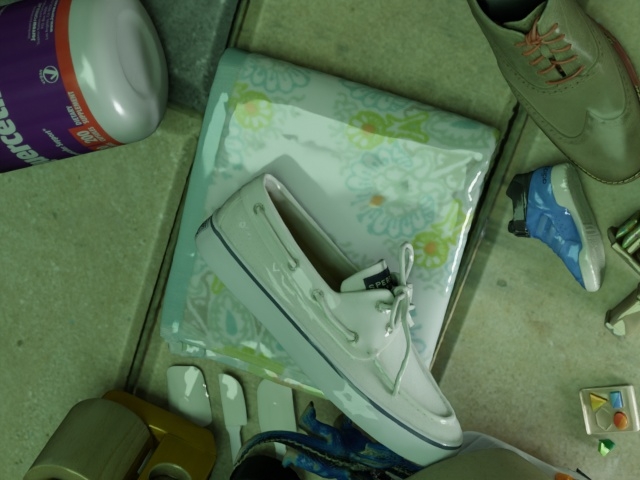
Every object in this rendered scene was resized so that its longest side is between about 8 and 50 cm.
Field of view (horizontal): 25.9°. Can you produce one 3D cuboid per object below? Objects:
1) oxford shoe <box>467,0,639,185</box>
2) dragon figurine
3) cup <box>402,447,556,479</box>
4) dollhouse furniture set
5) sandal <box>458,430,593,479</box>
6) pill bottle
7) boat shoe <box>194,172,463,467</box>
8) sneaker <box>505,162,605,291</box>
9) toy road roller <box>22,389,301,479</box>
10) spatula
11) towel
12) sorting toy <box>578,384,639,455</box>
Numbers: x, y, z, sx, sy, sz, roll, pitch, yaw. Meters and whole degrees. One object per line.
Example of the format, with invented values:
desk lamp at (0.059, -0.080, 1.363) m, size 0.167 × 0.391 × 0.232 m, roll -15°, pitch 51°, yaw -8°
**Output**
oxford shoe at (0.223, -0.196, 1.415) m, size 0.123 × 0.130 × 0.348 m, roll -32°, pitch 97°, yaw 23°
dragon figurine at (0.038, 0.255, 1.581) m, size 0.144 × 0.289 × 0.085 m, roll 28°, pitch 94°, yaw 36°
cup at (0.174, 0.361, 1.461) m, size 0.331 × 0.331 × 0.237 m, roll -35°, pitch 60°, yaw 23°
dollhouse furniture set at (0.340, 0.029, 1.440) m, size 0.101 × 0.161 × 0.182 m, roll 44°, pitch 113°, yaw -1°
sandal at (0.268, 0.297, 1.601) m, size 0.265 × 0.076 × 0.102 m, roll 33°, pitch 105°, yaw 17°
pill bottle at (-0.345, -0.170, 1.557) m, size 0.323 × 0.181 × 0.181 m, roll -12°, pitch 104°, yaw 19°
boat shoe at (0.045, 0.068, 1.475) m, size 0.367 × 0.136 × 0.156 m, roll 46°, pitch 109°, yaw 6°
sneaker at (0.251, -0.009, 1.511) m, size 0.084 × 0.058 × 0.152 m, roll -9°, pitch 117°, yaw 31°
toy road roller at (-0.199, 0.362, 1.675) m, size 0.329 × 0.202 × 0.241 m, roll 26°, pitch 127°, yaw 3°
spatula at (-0.105, 0.269, 1.726) m, size 0.168 × 0.019 × 0.242 m, roll 0°, pitch 111°, yaw 15°
towel at (0.000, 0.000, 1.571) m, size 0.320 × 0.090 × 0.374 m, roll 17°, pitch 111°, yaw 7°
sorting toy at (0.330, 0.206, 1.582) m, size 0.062 × 0.012 × 0.083 m, roll -8°, pitch 105°, yaw 18°
